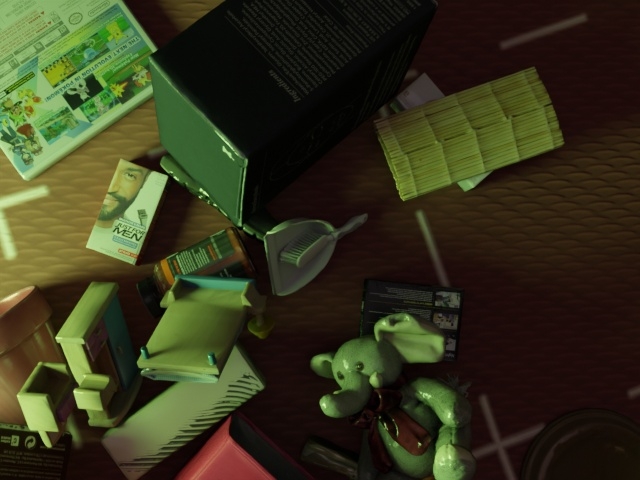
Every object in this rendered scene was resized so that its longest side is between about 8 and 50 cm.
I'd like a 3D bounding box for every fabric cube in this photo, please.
[{"bbox_3d":[-0.139,0.466,1.281,0.254,0.259,0.258,43,85,-2],"label":"fabric cube"}]

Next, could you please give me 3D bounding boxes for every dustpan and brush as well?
[{"bbox_3d":[0.000,0.000,1.404,0.060,0.147,0.211,25,48,33],"label":"dustpan and brush"}]

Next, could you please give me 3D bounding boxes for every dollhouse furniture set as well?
[{"bbox_3d":[-0.239,0.217,1.230,0.303,0.286,0.198,1,126,13],"label":"dollhouse furniture set"}]

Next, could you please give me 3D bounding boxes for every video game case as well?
[{"bbox_3d":[-0.474,-0.320,1.415,0.329,0.036,0.300,-36,89,-6],"label":"video game case"}]

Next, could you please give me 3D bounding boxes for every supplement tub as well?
[{"bbox_3d":[-0.215,0.061,1.375,0.197,0.106,0.106,-26,89,-5],"label":"supplement tub"}]

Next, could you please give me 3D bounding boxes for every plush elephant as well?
[{"bbox_3d":[0.107,0.266,1.299,0.255,0.330,0.272,40,129,-4],"label":"plush elephant"}]

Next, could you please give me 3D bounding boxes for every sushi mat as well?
[{"bbox_3d":[0.263,-0.189,1.395,0.316,0.019,0.152,-19,87,-6],"label":"sushi mat"}]

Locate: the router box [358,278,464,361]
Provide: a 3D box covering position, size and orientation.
[{"bbox_3d":[0.162,0.142,1.425,0.178,0.046,0.133,7,87,-3],"label":"router box"}]

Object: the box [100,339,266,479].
[{"bbox_3d":[-0.230,0.287,1.360,0.275,0.113,0.094,-35,91,-4],"label":"box"}]

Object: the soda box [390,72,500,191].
[{"bbox_3d":[0.225,-0.194,1.437,0.074,0.069,0.216,-41,90,-5],"label":"soda box"}]

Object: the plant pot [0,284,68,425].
[{"bbox_3d":[-0.512,0.201,1.315,0.201,0.201,0.180,-29,105,-5],"label":"plant pot"}]

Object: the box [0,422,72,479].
[{"bbox_3d":[-0.528,0.379,1.245,0.203,0.168,0.167,-12,66,35],"label":"box"}]

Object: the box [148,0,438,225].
[{"bbox_3d":[-0.049,-0.258,1.264,0.395,0.293,0.212,-42,82,-18],"label":"box"}]

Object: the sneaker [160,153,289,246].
[{"bbox_3d":[-0.152,-0.091,1.391,0.267,0.101,0.106,39,83,-1],"label":"sneaker"}]

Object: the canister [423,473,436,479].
[{"bbox_3d":[0.203,0.477,1.397,0.170,0.073,0.126,35,86,-3],"label":"canister"}]

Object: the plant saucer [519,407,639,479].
[{"bbox_3d":[0.501,0.446,1.435,0.277,0.041,0.278,0,87,-5],"label":"plant saucer"}]

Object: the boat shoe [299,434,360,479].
[{"bbox_3d":[0.040,0.398,1.401,0.153,0.056,0.048,25,95,-1],"label":"boat shoe"}]

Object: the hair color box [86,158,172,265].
[{"bbox_3d":[-0.336,-0.049,1.400,0.093,0.053,0.167,20,85,-2],"label":"hair color box"}]
